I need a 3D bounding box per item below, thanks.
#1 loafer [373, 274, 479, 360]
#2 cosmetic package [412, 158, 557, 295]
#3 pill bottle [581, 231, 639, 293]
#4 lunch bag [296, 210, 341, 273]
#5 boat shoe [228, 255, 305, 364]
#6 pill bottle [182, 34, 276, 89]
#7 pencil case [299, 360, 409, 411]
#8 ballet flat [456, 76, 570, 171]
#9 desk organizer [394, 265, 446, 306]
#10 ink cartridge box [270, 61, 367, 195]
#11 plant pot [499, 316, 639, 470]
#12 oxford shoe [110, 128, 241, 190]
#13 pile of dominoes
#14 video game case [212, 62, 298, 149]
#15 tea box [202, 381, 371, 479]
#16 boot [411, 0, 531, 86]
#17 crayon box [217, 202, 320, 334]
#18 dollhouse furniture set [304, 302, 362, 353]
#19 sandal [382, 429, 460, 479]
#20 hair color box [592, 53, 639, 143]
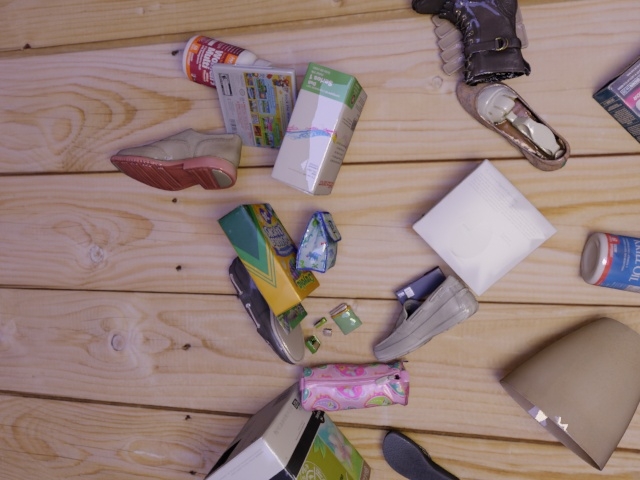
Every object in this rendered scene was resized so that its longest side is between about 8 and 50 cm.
[{"bbox_3d":[0.240,0.199,1.139,0.319,0.112,0.111,-43,70,34],"label":"loafer"},{"bbox_3d":[0.378,-0.033,1.096,0.225,0.138,0.224,-44,85,14],"label":"cosmetic package"},{"bbox_3d":[0.723,0.058,1.034,0.222,0.124,0.124,9,97,11],"label":"pill bottle"},{"bbox_3d":[0.000,0.000,1.189,0.097,0.129,0.151,6,95,11],"label":"lunch bag"},{"bbox_3d":[-0.147,0.186,1.249,0.096,0.112,0.334,-35,75,30],"label":"boat shoe"},{"bbox_3d":[-0.235,-0.445,1.203,0.221,0.121,0.121,21,100,10],"label":"pill bottle"},{"bbox_3d":[0.091,0.377,1.201,0.285,0.124,0.124,-6,94,10],"label":"pencil case"},{"bbox_3d":[0.453,-0.285,1.071,0.316,0.106,0.107,40,102,7],"label":"ballet flat"},{"bbox_3d":[0.258,0.118,1.182,0.130,0.050,0.047,-33,88,14],"label":"desk organizer"},{"bbox_3d":[0.001,-0.258,1.126,0.117,0.201,0.277,23,100,11],"label":"ink cartridge box"},{"bbox_3d":[0.604,0.316,1.044,0.274,0.256,0.256,-45,85,-3],"label":"plant pot"},{"bbox_3d":[-0.393,-0.229,1.278,0.398,0.140,0.146,6,66,17],"label":"oxford shoe"},{"bbox_3d":[0.373,-0.531,1.114,0.196,0.040,0.250,-12,84,14],"label":"pile of dominoes"},{"bbox_3d":[-0.154,-0.334,1.175,0.207,0.026,0.226,8,138,12],"label":"video game case"},{"bbox_3d":[-0.069,0.596,1.159,0.220,0.329,0.323,-40,87,13],"label":"tea box"},{"bbox_3d":[0.340,-0.467,1.052,0.263,0.091,0.228,1,87,13],"label":"boot"},{"bbox_3d":[-0.110,0.060,1.182,0.083,0.203,0.322,-32,88,13],"label":"crayon box"},{"bbox_3d":[0.030,0.239,1.241,0.152,0.058,0.076,-36,87,14],"label":"dollhouse furniture set"},{"bbox_3d":[0.265,0.599,1.233,0.254,0.054,0.097,41,110,-4],"label":"sandal"},{"bbox_3d":[0.797,-0.261,0.997,0.174,0.105,0.347,-44,86,13],"label":"hair color box"}]
